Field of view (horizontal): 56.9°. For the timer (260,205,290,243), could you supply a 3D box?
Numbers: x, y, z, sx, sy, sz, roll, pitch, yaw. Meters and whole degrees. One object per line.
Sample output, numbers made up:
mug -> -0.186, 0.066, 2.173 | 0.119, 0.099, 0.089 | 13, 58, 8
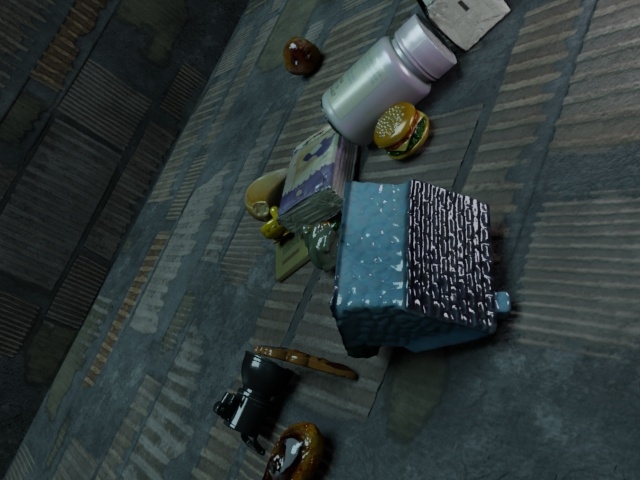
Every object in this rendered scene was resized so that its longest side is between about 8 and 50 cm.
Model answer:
timer -> -0.147, -0.056, 1.920 | 0.107, 0.109, 0.107 | -32, -4, -2

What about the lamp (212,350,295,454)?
lamp -> -0.184, 0.420, 1.550 | 0.147, 0.172, 0.227 | 3, 64, 54

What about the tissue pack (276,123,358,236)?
tissue pack -> -0.004, -0.206, 1.869 | 0.242, 0.125, 0.343 | -30, 34, 37

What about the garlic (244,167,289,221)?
garlic -> -0.165, -0.163, 2.052 | 0.245, 0.145, 0.164 | -51, 18, -29

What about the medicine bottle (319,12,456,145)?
medicine bottle -> 0.196, -0.467, 1.748 | 0.379, 0.214, 0.213 | -37, 37, 30

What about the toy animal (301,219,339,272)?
toy animal -> -0.003, 0.001, 1.718 | 0.127, 0.125, 0.251 | -33, 22, -13

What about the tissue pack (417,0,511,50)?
tissue pack -> 0.385, -0.743, 1.730 | 0.198, 0.210, 0.369 | -36, 38, 26

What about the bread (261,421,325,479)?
bread -> -0.071, 0.541, 1.369 | 0.139, 0.095, 0.268 | 37, 109, 61

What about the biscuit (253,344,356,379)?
biscuit -> -0.041, 0.296, 1.457 | 0.280, 0.183, 0.043 | 5, 77, 27

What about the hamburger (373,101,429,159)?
hamburger -> 0.226, -0.307, 1.657 | 0.162, 0.115, 0.162 | -34, 40, 35

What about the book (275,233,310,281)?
book -> -0.087, 0.007, 1.913 | 0.161, 0.026, 0.230 | -39, 36, 31

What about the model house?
model house -> 0.219, 0.052, 1.249 | 0.339, 0.297, 0.360 | -1, 56, 13

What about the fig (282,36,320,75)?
fig -> -0.073, -0.797, 2.523 | 0.159, 0.159, 0.257 | -41, 15, 26
